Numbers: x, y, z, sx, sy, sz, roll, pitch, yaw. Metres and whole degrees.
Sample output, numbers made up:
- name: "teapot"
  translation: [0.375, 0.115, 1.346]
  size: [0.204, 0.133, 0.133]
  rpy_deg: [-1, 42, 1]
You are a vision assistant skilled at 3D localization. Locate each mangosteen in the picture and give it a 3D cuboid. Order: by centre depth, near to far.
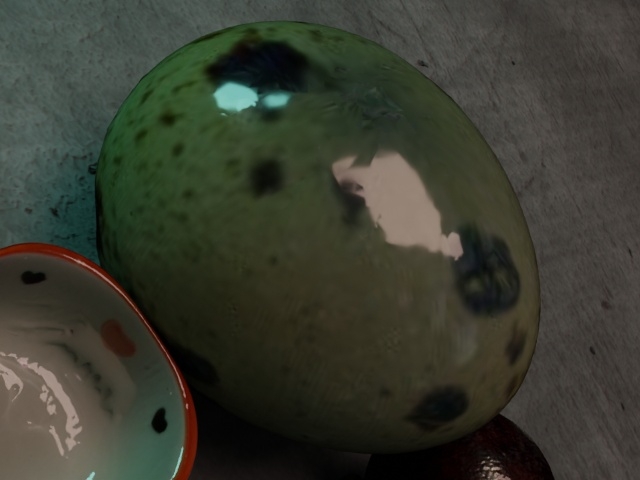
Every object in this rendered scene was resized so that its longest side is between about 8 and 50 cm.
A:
- name: "mangosteen"
  translation: [0.116, 0.257, 1.167]
  size: [0.216, 0.216, 0.216]
  rpy_deg: [27, 47, -33]

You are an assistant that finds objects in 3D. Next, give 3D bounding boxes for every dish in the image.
- name: "dish"
  translation: [-0.230, 0.138, 0.952]
  size: [0.256, 0.117, 0.256]
  rpy_deg: [24, 49, -32]

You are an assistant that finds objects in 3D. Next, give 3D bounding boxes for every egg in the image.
- name: "egg"
  translation: [0.000, 0.000, 1.095]
  size: [0.428, 0.345, 0.345]
  rpy_deg: [38, 35, 16]
